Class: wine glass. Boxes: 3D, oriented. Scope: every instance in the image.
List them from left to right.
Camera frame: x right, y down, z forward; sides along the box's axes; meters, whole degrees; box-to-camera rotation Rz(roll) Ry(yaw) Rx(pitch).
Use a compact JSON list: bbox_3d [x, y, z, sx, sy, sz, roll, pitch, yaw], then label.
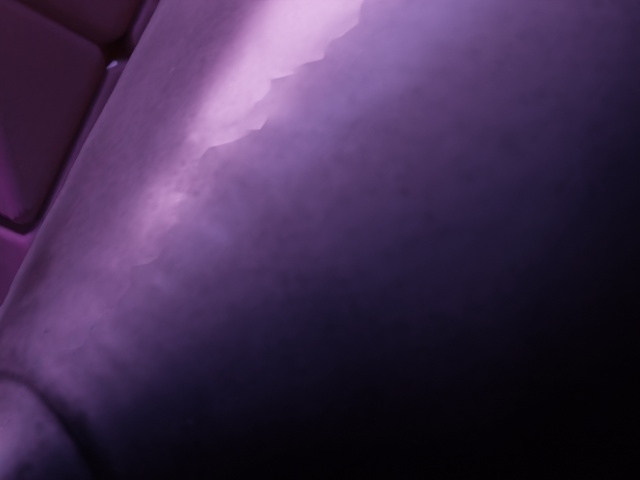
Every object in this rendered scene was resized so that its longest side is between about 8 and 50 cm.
[{"bbox_3d":[-0.094,0.070,0.344,0.406,0.267,0.267,-31,25,-35],"label":"wine glass"}]

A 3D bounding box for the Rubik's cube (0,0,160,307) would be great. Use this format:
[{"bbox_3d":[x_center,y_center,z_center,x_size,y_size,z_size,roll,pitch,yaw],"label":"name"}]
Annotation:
[{"bbox_3d":[-0.138,-0.156,0.909,0.322,0.318,0.316,-27,24,-30],"label":"Rubik's cube"}]
